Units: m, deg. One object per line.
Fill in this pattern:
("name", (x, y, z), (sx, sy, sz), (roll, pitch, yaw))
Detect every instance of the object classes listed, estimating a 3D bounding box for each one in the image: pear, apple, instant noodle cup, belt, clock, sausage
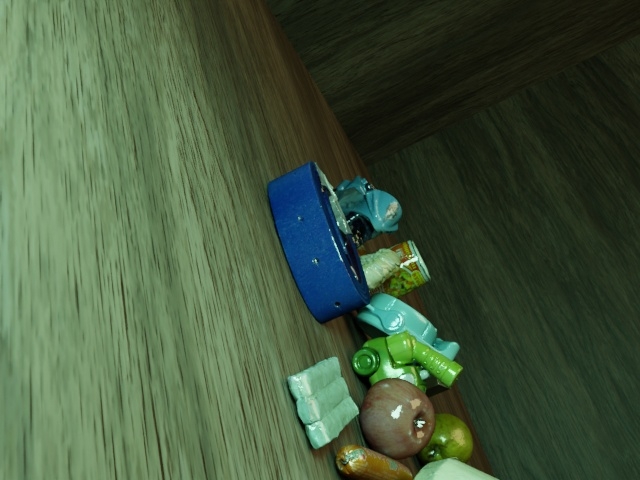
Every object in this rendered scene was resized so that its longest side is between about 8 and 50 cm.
("pear", (0.309, 0.512, 1.482), (0.162, 0.149, 0.148), (18, 48, -64))
("apple", (0.151, 0.344, 1.129), (0.154, 0.120, 0.153), (10, 75, -43))
("instant noodle cup", (0.188, 0.099, 1.653), (0.193, 0.212, 0.193), (60, 13, -23))
("belt", (0.000, 0.000, 1.254), (0.212, 0.117, 0.346), (40, 27, -61))
("clock", (0.194, 0.219, 1.458), (0.274, 0.094, 0.223), (39, -15, -8))
("sausage", (0.101, 0.399, 1.017), (0.348, 0.053, 0.053), (49, 20, -55))

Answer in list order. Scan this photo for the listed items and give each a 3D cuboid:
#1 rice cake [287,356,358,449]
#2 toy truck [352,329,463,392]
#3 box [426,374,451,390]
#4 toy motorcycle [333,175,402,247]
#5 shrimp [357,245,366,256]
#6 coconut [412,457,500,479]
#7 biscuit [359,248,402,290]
("rice cake", (0.005, 0.252, 0.933), (0.124, 0.038, 0.211), (67, 12, 15))
("toy truck", (0.179, 0.283, 1.289), (0.187, 0.211, 0.148), (52, 6, 26))
("box", (0.272, 0.351, 1.743), (0.225, 0.118, 0.224), (39, 27, -64))
("toy motorcycle", (0.094, -0.073, 1.546), (0.172, 0.232, 0.416), (57, 12, -18))
("shrimp", (0.088, 0.004, 1.860), (0.166, 0.049, 0.161), (56, 14, -6))
("coconut", (0.252, 0.496, 0.994), (0.234, 0.224, 0.224), (28, -14, 37))
("biscuit", (0.116, 0.081, 1.442), (0.084, 0.179, 0.281), (64, 11, -2))
